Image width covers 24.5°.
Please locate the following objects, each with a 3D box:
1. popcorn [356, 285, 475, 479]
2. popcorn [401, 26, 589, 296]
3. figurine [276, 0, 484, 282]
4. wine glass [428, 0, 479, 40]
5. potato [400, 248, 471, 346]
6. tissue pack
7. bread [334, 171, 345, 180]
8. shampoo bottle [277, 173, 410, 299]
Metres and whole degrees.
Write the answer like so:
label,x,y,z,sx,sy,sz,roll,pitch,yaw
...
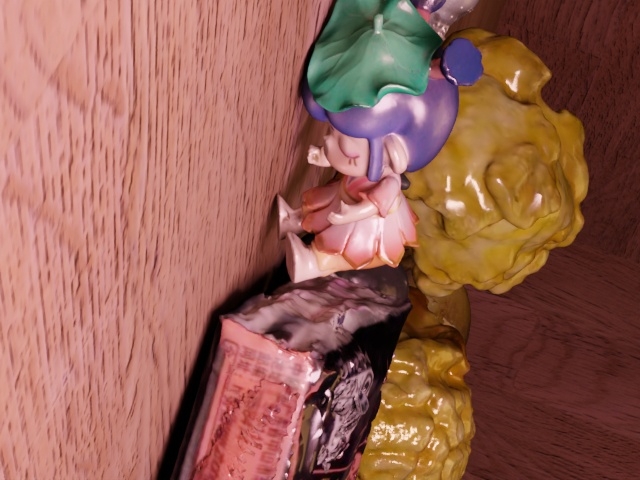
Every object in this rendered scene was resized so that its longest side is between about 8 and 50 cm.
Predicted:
label,x,y,z,sx,sy,sz,roll,pitch,yaw
popcorn,0.059,0.152,1.513,0.237,0.206,0.251,60,37,-65
popcorn,0.168,-0.068,1.557,0.242,0.235,0.250,-47,152,-26
figurine,0.032,-0.068,0.922,0.111,0.102,0.195,-110,-158,-43
wine glass,0.112,-0.211,1.312,0.074,0.074,0.262,-33,143,-80
potato,0.096,0.148,1.924,0.307,0.173,0.210,98,12,-56
tissue pack,-0.051,0.190,0.997,0.245,0.123,0.332,-24,132,-73
bread,-0.004,0.003,1.264,0.139,0.084,0.074,-32,158,-24
shampoo bottle,0.005,0.071,1.149,0.101,0.101,0.284,-42,153,-78
